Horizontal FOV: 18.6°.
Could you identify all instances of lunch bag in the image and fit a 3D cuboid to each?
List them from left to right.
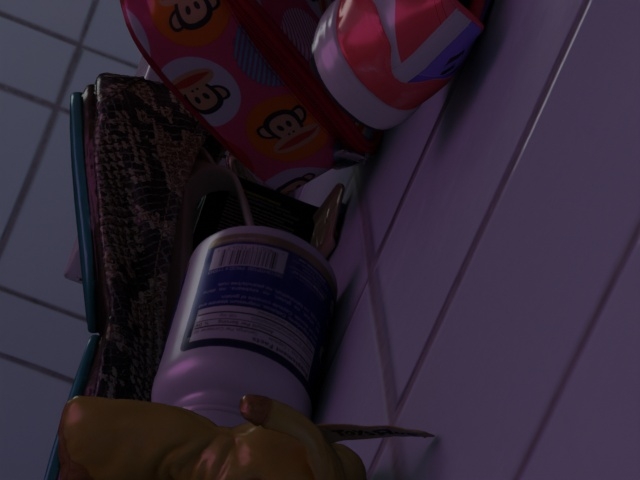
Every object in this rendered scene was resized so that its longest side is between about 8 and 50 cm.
[{"bbox_3d":[-0.039,-0.178,1.538,0.120,0.258,0.293,-27,35,21],"label":"lunch bag"}]

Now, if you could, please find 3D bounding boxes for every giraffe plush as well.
[{"bbox_3d":[-0.043,0.181,1.010,0.210,0.181,0.170,-7,68,41],"label":"giraffe plush"}]

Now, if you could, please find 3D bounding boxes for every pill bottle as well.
[{"bbox_3d":[-0.056,0.091,1.351,0.112,0.112,0.186,119,168,-46],"label":"pill bottle"}]

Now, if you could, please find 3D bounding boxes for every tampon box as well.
[{"bbox_3d":[-0.080,0.042,1.659,0.120,0.101,0.161,131,159,-65],"label":"tampon box"}]

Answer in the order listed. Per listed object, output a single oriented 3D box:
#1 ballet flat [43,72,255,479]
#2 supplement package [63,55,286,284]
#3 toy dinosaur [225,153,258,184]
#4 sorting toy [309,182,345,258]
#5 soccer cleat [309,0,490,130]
[{"bbox_3d":[-0.120,0.081,1.484,0.164,0.182,0.483,100,173,-60],"label":"ballet flat"},{"bbox_3d":[-0.123,-0.084,1.987,0.177,0.175,0.293,135,155,-66],"label":"supplement package"},{"bbox_3d":[-0.074,0.036,1.802,0.118,0.064,0.268,131,151,-67],"label":"toy dinosaur"},{"bbox_3d":[0.000,0.000,1.558,0.083,0.012,0.062,126,158,-50],"label":"sorting toy"},{"bbox_3d":[0.081,-0.205,1.315,0.116,0.108,0.318,-33,27,37],"label":"soccer cleat"}]
